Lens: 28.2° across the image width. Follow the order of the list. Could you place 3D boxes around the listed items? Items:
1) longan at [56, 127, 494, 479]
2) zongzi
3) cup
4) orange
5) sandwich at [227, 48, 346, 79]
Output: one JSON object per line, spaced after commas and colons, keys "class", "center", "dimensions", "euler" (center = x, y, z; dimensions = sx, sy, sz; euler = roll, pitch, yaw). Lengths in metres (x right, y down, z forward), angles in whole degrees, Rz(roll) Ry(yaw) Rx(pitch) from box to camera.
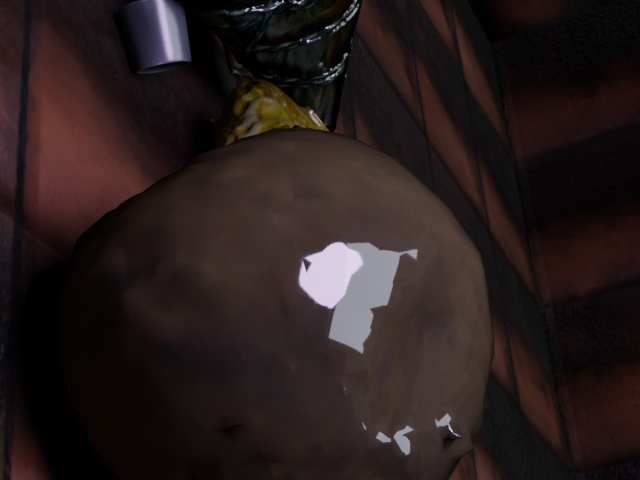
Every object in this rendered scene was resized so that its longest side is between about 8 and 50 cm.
{"class": "longan", "center": [-0.028, 0.099, 1.204], "dimensions": [0.436, 0.404, 0.404], "euler": [-34, 107, -70]}
{"class": "zongzi", "center": [-0.083, -0.367, 1.660], "dimensions": [0.362, 0.319, 0.383], "euler": [53, -16, 25]}
{"class": "cup", "center": [-0.196, -0.241, 1.513], "dimensions": [0.100, 0.078, 0.077], "euler": [177, -99, -77]}
{"class": "orange", "center": [-0.024, -0.039, 1.558], "dimensions": [0.271, 0.210, 0.369], "euler": [46, 2, -41]}
{"class": "sandwich", "center": [-0.029, -0.272, 1.874], "dimensions": [0.193, 0.162, 0.058], "euler": [12, 66, -69]}
